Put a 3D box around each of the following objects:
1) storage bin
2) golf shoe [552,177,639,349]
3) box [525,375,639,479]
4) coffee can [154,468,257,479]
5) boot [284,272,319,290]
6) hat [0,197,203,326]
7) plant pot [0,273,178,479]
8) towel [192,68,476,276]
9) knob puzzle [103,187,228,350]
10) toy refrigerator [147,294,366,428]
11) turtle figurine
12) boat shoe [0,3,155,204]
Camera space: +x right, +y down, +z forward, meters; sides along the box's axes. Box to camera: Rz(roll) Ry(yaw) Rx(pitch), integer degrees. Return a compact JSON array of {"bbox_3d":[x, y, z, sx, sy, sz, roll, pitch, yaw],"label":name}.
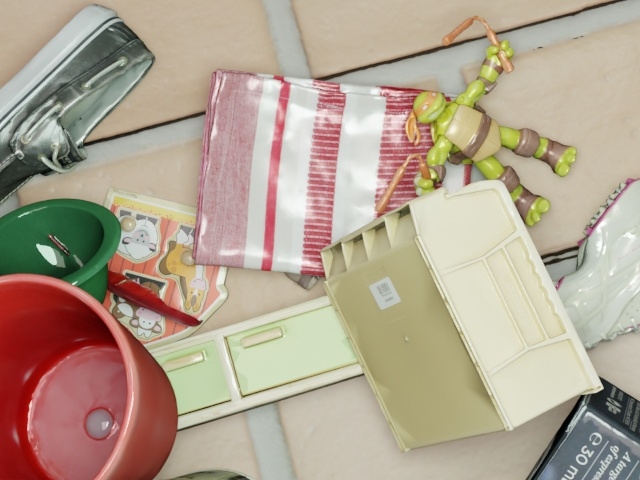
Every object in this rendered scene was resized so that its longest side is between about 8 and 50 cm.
[{"bbox_3d":[0.139,0.085,1.646,0.123,0.262,0.260,-24,88,-25],"label":"storage bin"},{"bbox_3d":[0.326,0.077,1.747,0.140,0.115,0.306,36,91,6],"label":"golf shoe"},{"bbox_3d":[0.380,0.384,1.631,0.395,0.212,0.293,32,101,9],"label":"box"},{"bbox_3d":[-0.144,0.363,1.692,0.201,0.275,0.201,-1,84,8],"label":"coffee can"},{"bbox_3d":[0.000,0.000,1.833,0.118,0.042,0.087,-38,87,3],"label":"boot"},{"bbox_3d":[-0.289,0.072,1.778,0.208,0.183,0.173,10,46,26],"label":"hat"},{"bbox_3d":[-0.287,0.189,1.655,0.275,0.243,0.275,-3,77,15],"label":"plant pot"},{"bbox_3d":[0.020,-0.074,1.800,0.329,0.037,0.237,5,86,-6],"label":"towel"},{"bbox_3d":[-0.207,0.045,1.857,0.213,0.030,0.213,-1,85,7],"label":"knob puzzle"},{"bbox_3d":[-0.074,0.146,1.797,0.269,0.094,0.102,-17,83,6],"label":"toy refrigerator"},{"bbox_3d":[0.179,-0.107,1.765,0.217,0.087,0.269,33,73,-17],"label":"turtle figurine"},{"bbox_3d":[-0.337,-0.138,1.845,0.119,0.121,0.335,38,88,14],"label":"boat shoe"}]
